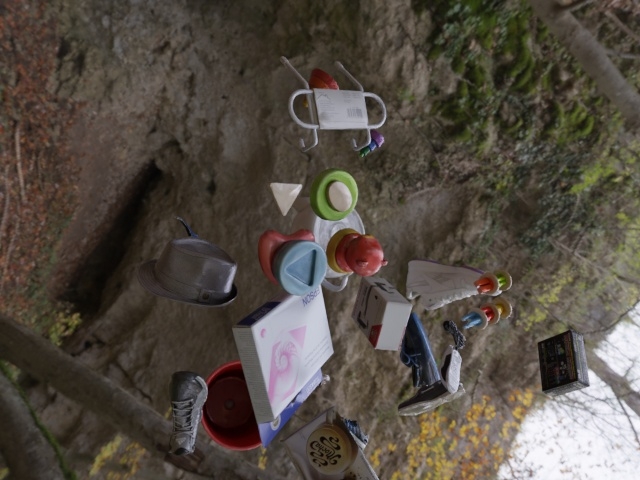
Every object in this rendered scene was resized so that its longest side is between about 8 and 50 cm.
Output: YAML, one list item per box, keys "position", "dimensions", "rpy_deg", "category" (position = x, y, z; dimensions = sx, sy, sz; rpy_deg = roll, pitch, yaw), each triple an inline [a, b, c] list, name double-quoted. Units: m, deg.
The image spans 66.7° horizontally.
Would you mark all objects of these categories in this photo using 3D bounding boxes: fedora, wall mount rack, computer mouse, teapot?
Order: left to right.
- position: [-0.334, 0.069, 1.301]
  dimensions: [0.124, 0.275, 0.244]
  rpy_deg: [-65, -152, 14]
  category: "fedora"
- position: [0.000, 0.000, 1.458]
  dimensions: [0.187, 0.252, 0.256]
  rpy_deg: [-9, -115, 49]
  category: "teapot"
- position: [0.022, -0.426, 1.470]
  dimensions: [0.349, 0.305, 0.130]
  rpy_deg: [-8, 177, -33]
  category: "wall mount rack"
- position: [0.359, 0.328, 1.350]
  dimensions: [0.042, 0.106, 0.193]
  rpy_deg: [-11, -136, 38]
  category: "computer mouse"

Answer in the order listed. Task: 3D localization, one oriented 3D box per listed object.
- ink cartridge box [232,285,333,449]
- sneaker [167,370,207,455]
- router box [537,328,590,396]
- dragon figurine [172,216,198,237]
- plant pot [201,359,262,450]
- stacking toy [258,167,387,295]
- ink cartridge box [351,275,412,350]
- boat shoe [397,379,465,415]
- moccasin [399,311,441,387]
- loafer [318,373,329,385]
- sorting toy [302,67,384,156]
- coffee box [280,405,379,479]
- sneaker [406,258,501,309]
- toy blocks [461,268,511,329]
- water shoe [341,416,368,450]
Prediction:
- position: [-0.071, 0.296, 1.243]
  dimensions: [0.071, 0.330, 0.324]
  rpy_deg: [-5, -164, 29]
  category: "ink cartridge box"
- position: [-0.300, 0.402, 1.085]
  dimensions: [0.132, 0.086, 0.229]
  rpy_deg: [-95, -170, -48]
  category: "sneaker"
- position: [0.524, 0.265, 1.053]
  dimensions: [0.092, 0.038, 0.123]
  rpy_deg: [-47, -156, 50]
  category: "router box"
- position: [-0.430, 0.049, 1.702]
  dimensions: [0.085, 0.289, 0.144]
  rpy_deg: [-24, -145, -31]
  category: "dragon figurine"
- position: [-0.286, 0.546, 1.630]
  dimensions: [0.275, 0.275, 0.243]
  rpy_deg: [-56, -173, -25]
  category: "plant pot"
- position: [0.015, -0.018, 1.150]
  dimensions: [0.308, 0.280, 0.130]
  rpy_deg: [-13, -160, -31]
  category: "stacking toy"
- position: [0.117, 0.141, 0.968]
  dimensions: [0.135, 0.056, 0.099]
  rpy_deg: [-134, -125, -66]
  category: "ink cartridge box"
- position: [0.320, 0.458, 1.441]
  dimensions: [0.206, 0.075, 0.065]
  rpy_deg: [-24, -132, 7]
  category: "boat shoe"
- position: [0.331, 0.404, 1.686]
  dimensions: [0.116, 0.342, 0.138]
  rpy_deg: [-16, -155, 11]
  category: "moccasin"
- position: [-0.014, 0.468, 1.621]
  dimensions: [0.045, 0.125, 0.039]
  rpy_deg: [-36, -128, 27]
  category: "loafer"
- position: [0.067, -0.439, 1.750]
  dimensions: [0.126, 0.365, 0.127]
  rpy_deg: [-50, -162, -11]
  category: "sorting toy"
- position: [0.040, 0.623, 1.300]
  dimensions: [0.168, 0.297, 0.119]
  rpy_deg: [-28, 165, -20]
  category: "coffee box"
- position: [0.386, 0.145, 1.438]
  dimensions: [0.305, 0.114, 0.152]
  rpy_deg: [7, -101, 47]
  category: "sneaker"
- position: [0.374, 0.137, 1.111]
  dimensions: [0.148, 0.123, 0.054]
  rpy_deg: [-11, -168, -37]
  category: "toy blocks"
- position: [0.108, 0.749, 1.951]
  dimensions: [0.073, 0.203, 0.080]
  rpy_deg: [-37, -175, 45]
  category: "water shoe"
